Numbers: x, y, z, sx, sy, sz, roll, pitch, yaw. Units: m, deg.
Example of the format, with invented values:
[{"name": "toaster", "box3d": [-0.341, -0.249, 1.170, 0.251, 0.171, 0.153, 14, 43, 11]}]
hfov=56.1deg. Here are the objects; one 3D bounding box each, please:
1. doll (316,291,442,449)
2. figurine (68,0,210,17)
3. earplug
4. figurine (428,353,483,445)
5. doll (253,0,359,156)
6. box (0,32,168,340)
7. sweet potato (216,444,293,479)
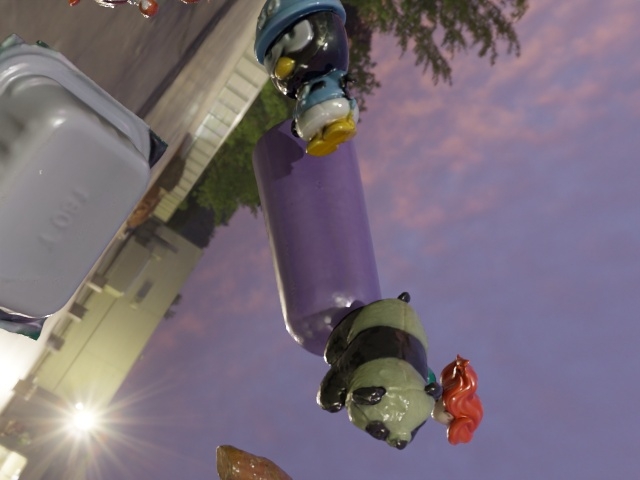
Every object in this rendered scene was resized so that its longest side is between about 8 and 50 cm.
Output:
[{"name": "doll", "box3d": [0.082, 0.172, 0.797, 0.234, 0.143, 0.135, -75, -172, -59]}, {"name": "figurine", "box3d": [-0.324, -0.462, 1.011, 0.226, 0.183, 0.160, -21, -162, -3]}, {"name": "earplug", "box3d": [0.000, 0.000, 1.104, 0.215, 0.215, 0.456, -45, -137, 39]}, {"name": "figurine", "box3d": [0.293, 0.374, 1.487, 0.181, 0.257, 0.208, 111, 4, -75]}, {"name": "doll", "box3d": [-0.024, -0.296, 0.974, 0.177, 0.141, 0.314, -32, -112, 43]}, {"name": "box", "box3d": [-0.338, -0.038, 0.728, 0.106, 0.264, 0.337, 30, -96, 36]}, {"name": "sweet potato", "box3d": [-0.141, 0.553, 1.389, 0.097, 0.251, 0.097, -41, -156, 23]}]
